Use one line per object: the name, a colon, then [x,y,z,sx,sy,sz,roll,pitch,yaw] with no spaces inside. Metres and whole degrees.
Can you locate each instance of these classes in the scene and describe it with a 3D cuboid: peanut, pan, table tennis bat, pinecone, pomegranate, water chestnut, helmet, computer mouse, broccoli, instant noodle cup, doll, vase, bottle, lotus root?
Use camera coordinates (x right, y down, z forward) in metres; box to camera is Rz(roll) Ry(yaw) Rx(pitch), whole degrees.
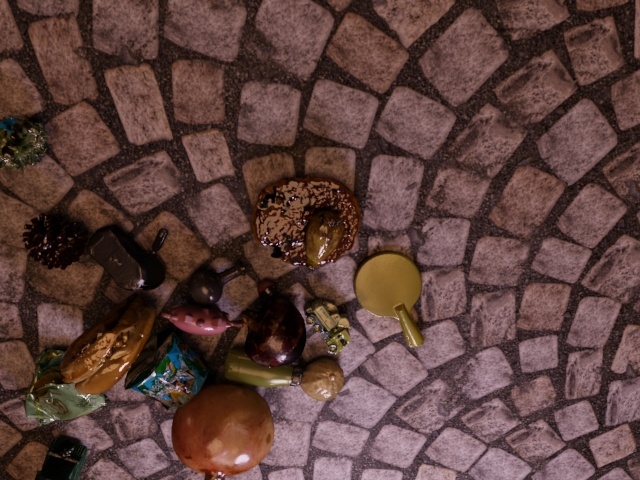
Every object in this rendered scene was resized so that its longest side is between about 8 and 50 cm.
peanut: [0.008,0.481,1.648,0.140,0.109,0.159,40,106,-16]
pan: [-0.535,0.056,1.507,0.136,0.028,0.235,29,110,-13]
table tennis bat: [0.254,0.202,1.591,0.224,0.054,0.369,-28,105,6]
pinecone: [-0.794,-0.005,1.410,0.165,0.163,0.163,32,107,3]
pomegranate: [-0.323,0.643,1.574,0.337,0.338,0.339,-1,110,-2]
water chestnut: [-0.156,0.288,1.514,0.238,0.224,0.224,29,106,-14]
helmet: [-0.179,0.158,1.551,0.065,0.049,0.084,-18,144,-29]
computer mouse: [-0.612,0.054,1.454,0.122,0.073,0.217,-39,94,3]
broccoli: [-0.836,-0.262,1.306,0.167,0.160,0.155,-9,111,-19]
instant noodle cup: [-0.490,0.424,1.553,0.240,0.240,0.178,-39,115,11]
doll: [-0.366,0.249,1.498,0.261,0.211,0.093,11,86,-20]
vase: [-0.321,0.126,1.506,0.182,0.120,0.120,-26,110,-8]
bottle: [-0.189,0.435,1.606,0.260,0.112,0.112,10,110,2]
lotus root: [0.000,0.000,1.403,0.108,0.094,0.191,19,116,-12]

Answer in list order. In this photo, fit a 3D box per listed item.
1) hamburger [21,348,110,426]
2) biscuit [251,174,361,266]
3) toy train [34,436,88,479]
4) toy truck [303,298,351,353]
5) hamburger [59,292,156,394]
hamburger: [-0.867,0.503,1.594,0.260,0.150,0.276,-2,110,-4]
biscuit: [-0.043,-0.059,1.462,0.333,0.081,0.290,5,109,-9]
toy train: [-0.963,0.882,1.716,0.138,0.178,0.331,22,107,-11]
toy truck: [0.032,0.274,1.588,0.116,0.085,0.191,-35,106,5]
hamburger: [-0.634,0.307,1.448,0.174,0.304,0.284,41,103,-18]
